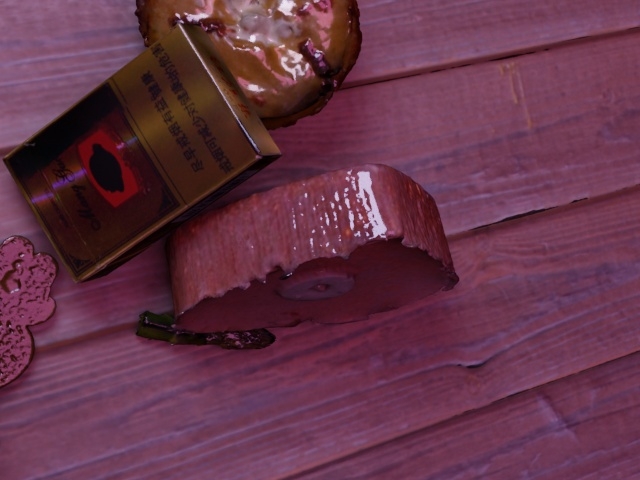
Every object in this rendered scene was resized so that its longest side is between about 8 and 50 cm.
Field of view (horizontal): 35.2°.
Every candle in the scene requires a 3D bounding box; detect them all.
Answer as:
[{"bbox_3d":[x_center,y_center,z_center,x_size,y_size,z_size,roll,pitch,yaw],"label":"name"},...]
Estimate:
[{"bbox_3d":[0.000,0.000,1.060,0.317,0.287,0.131,-6,74,-22],"label":"candle"}]

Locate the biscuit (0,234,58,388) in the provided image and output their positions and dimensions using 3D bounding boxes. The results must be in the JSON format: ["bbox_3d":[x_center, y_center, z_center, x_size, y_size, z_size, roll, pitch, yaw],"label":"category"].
[{"bbox_3d":[-0.341,0.079,1.041,0.124,0.026,0.175,39,78,-23],"label":"biscuit"}]

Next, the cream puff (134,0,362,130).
[{"bbox_3d":[-0.073,-0.229,1.066,0.240,0.164,0.240,-1,99,-4],"label":"cream puff"}]

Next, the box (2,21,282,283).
[{"bbox_3d":[-0.179,-0.084,0.993,0.240,0.071,0.159,-32,89,18],"label":"box"}]

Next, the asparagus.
[{"bbox_3d":[-0.127,0.104,1.139,0.165,0.030,0.036,7,80,-25],"label":"asparagus"}]
